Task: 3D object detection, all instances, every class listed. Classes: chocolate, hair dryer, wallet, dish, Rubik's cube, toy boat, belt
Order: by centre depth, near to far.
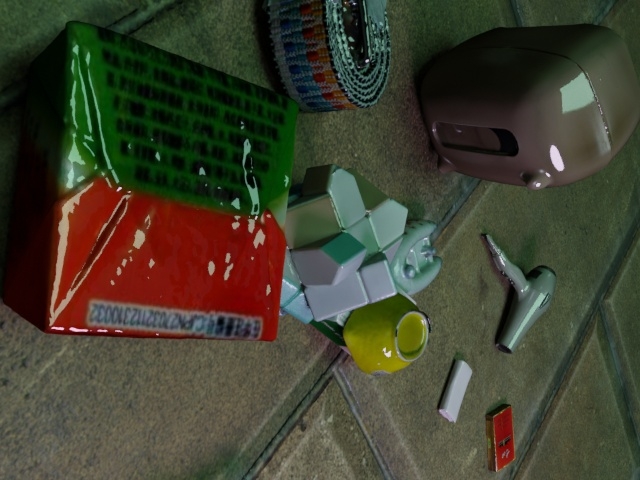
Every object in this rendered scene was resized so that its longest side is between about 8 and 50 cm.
[{"bbox_3d":[-0.209,-0.052,1.000,0.360,0.161,0.341,11,83,-48],"label":"chocolate"},{"bbox_3d":[0.000,0.000,1.192,0.265,0.213,0.224,-24,105,-42],"label":"Rubik's cube"},{"bbox_3d":[0.019,-0.336,1.272,0.207,0.150,0.258,-22,108,-56],"label":"belt"},{"bbox_3d":[0.130,0.156,1.340,0.207,0.080,0.149,1,91,-48],"label":"dish"},{"bbox_3d":[0.178,0.035,1.514,0.207,0.078,0.134,-24,111,-49],"label":"toy boat"},{"bbox_3d":[0.286,0.316,1.679,0.061,0.025,0.122,46,57,-37],"label":"wallet"},{"bbox_3d":[0.423,0.133,1.821,0.267,0.092,0.229,25,77,-32],"label":"hair dryer"}]

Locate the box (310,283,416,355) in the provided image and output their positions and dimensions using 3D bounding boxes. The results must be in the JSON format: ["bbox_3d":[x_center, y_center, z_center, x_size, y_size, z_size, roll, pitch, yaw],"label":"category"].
[{"bbox_3d":[0.073,0.121,1.390,0.199,0.081,0.135,42,60,-39],"label":"box"}]

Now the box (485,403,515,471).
[{"bbox_3d":[0.414,0.452,1.831,0.090,0.023,0.133,-10,97,-47],"label":"box"}]

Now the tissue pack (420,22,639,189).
[{"bbox_3d":[0.374,-0.250,1.508,0.277,0.387,0.267,-38,120,-22],"label":"tissue pack"}]
